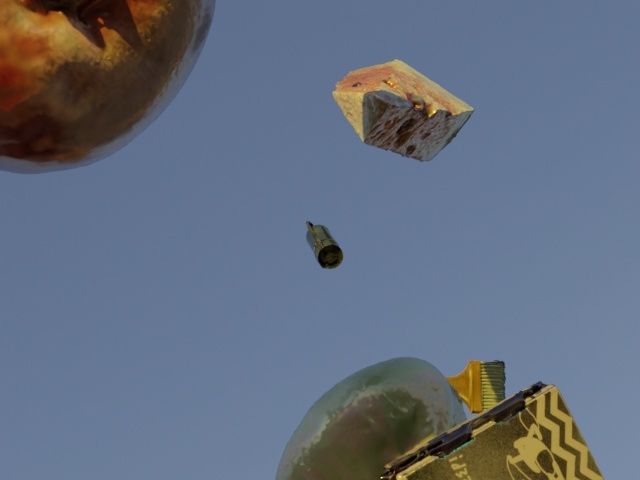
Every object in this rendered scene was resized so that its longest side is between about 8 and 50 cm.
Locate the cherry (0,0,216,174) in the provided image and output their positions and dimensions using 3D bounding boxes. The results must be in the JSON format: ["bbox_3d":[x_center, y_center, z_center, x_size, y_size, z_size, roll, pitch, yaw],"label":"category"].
[{"bbox_3d":[-0.251,-0.232,1.021,0.291,0.335,0.326,38,-72,-24],"label":"cherry"}]

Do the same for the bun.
[{"bbox_3d":[0.091,0.299,1.391,0.293,0.187,0.293,-29,-41,-30],"label":"bun"}]

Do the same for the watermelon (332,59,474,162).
[{"bbox_3d":[0.084,-0.167,1.336,0.154,0.241,0.094,45,-68,7],"label":"watermelon"}]

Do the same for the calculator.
[{"bbox_3d":[0.203,0.272,1.218,0.274,0.166,0.028,-21,-11,-33],"label":"calculator"}]

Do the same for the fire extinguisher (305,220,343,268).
[{"bbox_3d":[0.000,0.000,1.059,0.025,0.083,0.038,-33,-70,1],"label":"fire extinguisher"}]

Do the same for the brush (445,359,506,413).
[{"bbox_3d":[0.182,0.219,1.644,0.218,0.010,0.083,3,-97,-19],"label":"brush"}]
